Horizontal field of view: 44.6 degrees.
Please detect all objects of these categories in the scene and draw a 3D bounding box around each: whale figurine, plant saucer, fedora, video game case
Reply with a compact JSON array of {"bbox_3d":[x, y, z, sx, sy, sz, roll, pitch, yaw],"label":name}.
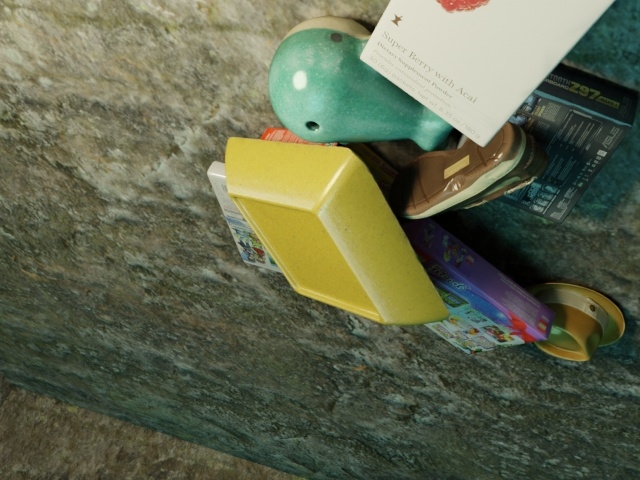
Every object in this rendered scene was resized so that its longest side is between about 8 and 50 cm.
[{"bbox_3d":[0.057,-0.183,1.055,0.272,0.141,0.216,25,147,-4],"label":"whale figurine"},{"bbox_3d":[0.000,0.000,1.208,0.333,0.081,0.332,14,143,51],"label":"plant saucer"},{"bbox_3d":[0.423,0.151,1.345,0.194,0.079,0.194,17,147,11],"label":"fedora"},{"bbox_3d":[-0.025,-0.010,1.436,0.329,0.036,0.300,15,150,18],"label":"video game case"}]

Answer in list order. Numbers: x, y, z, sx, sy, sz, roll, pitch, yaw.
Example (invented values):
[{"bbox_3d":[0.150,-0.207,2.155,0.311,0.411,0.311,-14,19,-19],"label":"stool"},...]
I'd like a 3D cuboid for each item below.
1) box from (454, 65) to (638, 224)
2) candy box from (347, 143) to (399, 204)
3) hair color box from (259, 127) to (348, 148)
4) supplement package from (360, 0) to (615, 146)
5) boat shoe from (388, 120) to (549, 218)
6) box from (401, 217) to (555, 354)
[{"bbox_3d":[0.286,-0.133,1.047,0.183,0.059,0.232,21,148,6],"label":"box"},{"bbox_3d":[0.058,-0.113,1.259,0.206,0.027,0.105,37,147,-18],"label":"candy box"},{"bbox_3d":[-0.023,-0.133,1.220,0.141,0.043,0.072,10,146,30],"label":"hair color box"},{"bbox_3d":[0.196,-0.271,0.780,0.177,0.175,0.293,36,147,1],"label":"supplement package"},{"bbox_3d":[0.197,-0.076,1.057,0.095,0.095,0.257,20,159,-27],"label":"boat shoe"},{"bbox_3d":[0.215,0.084,1.306,0.293,0.057,0.201,35,151,-18],"label":"box"}]
